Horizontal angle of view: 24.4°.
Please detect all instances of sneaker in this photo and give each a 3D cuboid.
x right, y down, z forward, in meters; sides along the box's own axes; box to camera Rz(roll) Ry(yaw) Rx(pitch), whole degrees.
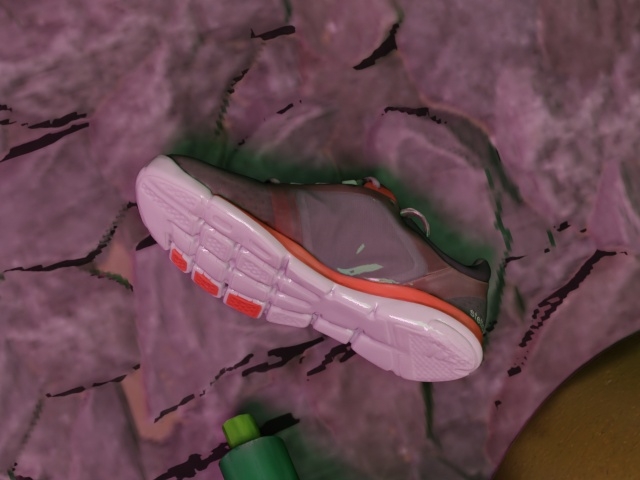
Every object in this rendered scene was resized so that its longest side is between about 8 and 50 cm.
[{"bbox_3d":[0.000,0.000,0.609,0.158,0.061,0.065,29,58,-10],"label":"sneaker"}]

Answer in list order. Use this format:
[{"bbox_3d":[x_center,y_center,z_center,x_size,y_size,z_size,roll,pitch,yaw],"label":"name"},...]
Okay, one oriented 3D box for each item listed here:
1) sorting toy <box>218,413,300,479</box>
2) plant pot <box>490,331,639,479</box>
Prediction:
[{"bbox_3d":[-0.157,0.159,0.563,0.365,0.127,0.126,-20,66,-11],"label":"sorting toy"},{"bbox_3d":[0.219,0.163,0.517,0.274,0.293,0.275,0,89,-10],"label":"plant pot"}]
